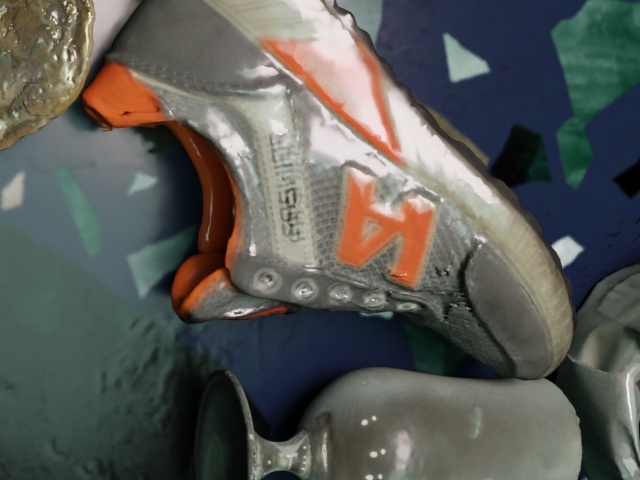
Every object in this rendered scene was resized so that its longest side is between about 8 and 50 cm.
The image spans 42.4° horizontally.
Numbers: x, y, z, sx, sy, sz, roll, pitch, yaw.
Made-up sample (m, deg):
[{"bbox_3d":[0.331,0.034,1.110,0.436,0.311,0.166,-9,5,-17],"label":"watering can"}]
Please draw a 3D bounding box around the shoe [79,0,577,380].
[{"bbox_3d":[0.000,0.000,0.463,0.171,0.132,0.336,-46,109,-5],"label":"shoe"}]

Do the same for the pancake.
[{"bbox_3d":[-0.184,-0.115,0.405,0.158,0.028,0.158,0,94,-3],"label":"pancake"}]

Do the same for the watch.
[{"bbox_3d":[0.298,0.116,0.598,0.253,0.162,0.241,-25,94,-18],"label":"watch"}]

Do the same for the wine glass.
[{"bbox_3d":[0.046,0.130,0.508,0.231,0.103,0.103,5,96,-26],"label":"wine glass"}]
